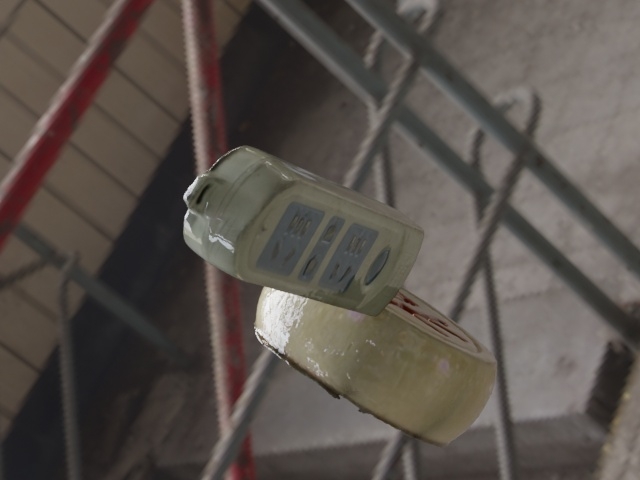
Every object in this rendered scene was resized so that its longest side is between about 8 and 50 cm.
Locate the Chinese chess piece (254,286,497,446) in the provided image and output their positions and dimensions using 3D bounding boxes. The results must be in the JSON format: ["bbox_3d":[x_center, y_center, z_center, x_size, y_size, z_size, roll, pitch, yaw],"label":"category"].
[{"bbox_3d":[0.027,0.049,0.731,0.051,0.122,0.122,-58,24,4],"label":"Chinese chess piece"}]

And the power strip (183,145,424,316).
[{"bbox_3d":[0.000,0.000,0.608,0.030,0.191,0.048,32,95,24],"label":"power strip"}]
